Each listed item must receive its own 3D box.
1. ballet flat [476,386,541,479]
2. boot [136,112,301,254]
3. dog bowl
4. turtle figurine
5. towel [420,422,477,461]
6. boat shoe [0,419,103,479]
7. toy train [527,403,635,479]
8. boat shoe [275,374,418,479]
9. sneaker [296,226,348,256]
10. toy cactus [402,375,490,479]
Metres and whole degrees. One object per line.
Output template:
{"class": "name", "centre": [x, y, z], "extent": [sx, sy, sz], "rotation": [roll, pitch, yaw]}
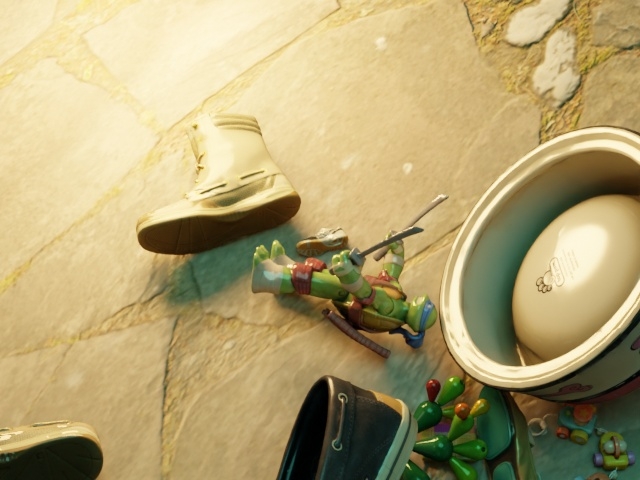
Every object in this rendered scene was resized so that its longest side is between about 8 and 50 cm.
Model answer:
{"class": "ballet flat", "centre": [0.269, 0.308, 1.943], "extent": [0.073, 0.080, 0.232], "rotation": [17, 52, -31]}
{"class": "boot", "centre": [-0.186, -0.095, 2.178], "extent": [0.262, 0.095, 0.203], "rotation": [-17, 58, -16]}
{"class": "dog bowl", "centre": [0.366, 0.049, 1.954], "extent": [0.150, 0.408, 0.408], "rotation": [32, 47, -33]}
{"class": "turtle figurine", "centre": [0.047, 0.021, 2.034], "extent": [0.266, 0.274, 0.198], "rotation": [8, 39, 14]}
{"class": "towel", "centre": [0.184, 0.287, 1.980], "extent": [0.083, 0.009, 0.060], "rotation": [0, 56, -1]}
{"class": "boat shoe", "centre": [-0.448, 0.307, 1.894], "extent": [0.302, 0.109, 0.098], "rotation": [-11, 17, -10]}
{"class": "toy train", "centre": [0.371, 0.294, 1.961], "extent": [0.125, 0.046, 0.166], "rotation": [-25, 60, -19]}
{"class": "boat shoe", "centre": [-0.042, 0.388, 1.763], "extent": [0.156, 0.187, 0.500], "rotation": [37, 62, -16]}
{"class": "sneaker", "centre": [0.000, 0.000, 2.164], "extent": [0.083, 0.032, 0.037], "rotation": [-10, 42, -15]}
{"class": "toy cactus", "centre": [0.139, 0.288, 1.925], "extent": [0.180, 0.112, 0.219], "rotation": [2, 74, 18]}
